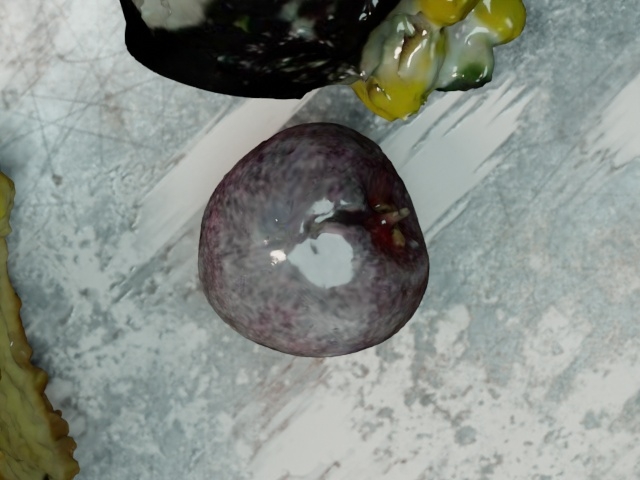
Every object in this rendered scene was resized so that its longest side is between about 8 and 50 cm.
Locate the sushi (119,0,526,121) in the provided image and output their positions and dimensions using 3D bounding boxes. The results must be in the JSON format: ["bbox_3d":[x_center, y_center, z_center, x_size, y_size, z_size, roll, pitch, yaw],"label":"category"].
[{"bbox_3d":[0.033,-0.235,1.016,0.285,0.328,0.328,24,99,-23],"label":"sushi"}]

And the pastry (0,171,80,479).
[{"bbox_3d":[-0.379,0.112,1.059,0.337,0.292,0.405,-12,100,-3],"label":"pastry"}]

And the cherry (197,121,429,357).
[{"bbox_3d":[-0.010,0.002,1.139,0.195,0.195,0.195,-2,103,-6],"label":"cherry"}]
